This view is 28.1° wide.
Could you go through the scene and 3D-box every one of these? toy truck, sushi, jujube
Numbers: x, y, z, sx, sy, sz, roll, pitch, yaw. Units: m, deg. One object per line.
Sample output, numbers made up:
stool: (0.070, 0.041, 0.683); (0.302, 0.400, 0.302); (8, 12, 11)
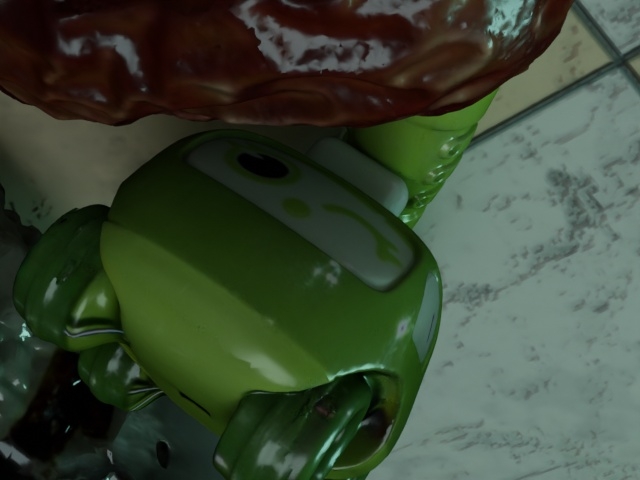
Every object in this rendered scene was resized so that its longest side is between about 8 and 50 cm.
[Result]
toy truck: (-0.009, 0.017, 0.550); (0.148, 0.210, 0.187); (33, 149, 14)
sushi: (-0.151, 0.068, 0.643); (0.130, 0.124, 0.332); (-21, 129, 39)
jujube: (-0.024, -0.113, 0.439); (0.230, 0.155, 0.155); (-3, 133, 23)
